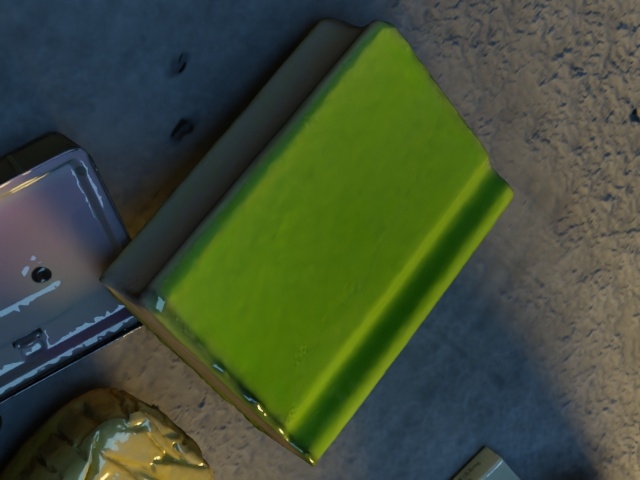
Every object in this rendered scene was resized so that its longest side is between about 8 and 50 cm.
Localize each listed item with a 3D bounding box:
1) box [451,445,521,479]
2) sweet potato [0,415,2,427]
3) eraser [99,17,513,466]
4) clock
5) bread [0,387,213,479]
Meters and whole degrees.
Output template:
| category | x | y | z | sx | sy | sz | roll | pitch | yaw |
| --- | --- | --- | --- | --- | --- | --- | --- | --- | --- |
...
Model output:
| category | x | y | z | sx | sy | sz | roll | pitch | yaw |
| --- | --- | --- | --- | --- | --- | --- | --- | --- | --- |
| box | 0.098 | 0.305 | 1.345 | 0.245 | 0.035 | 0.139 | -45 | 118 | -5 |
| sweet potato | -0.306 | 0.227 | 1.135 | 0.077 | 0.077 | 0.243 | 26 | 83 | -27 |
| eraser | 0.000 | 0.000 | 1.143 | 0.274 | 0.092 | 0.210 | -54 | 124 | -19 |
| clock | -0.228 | 0.027 | 1.103 | 0.192 | 0.071 | 0.147 | -29 | 115 | -13 |
| bread | -0.182 | 0.221 | 1.161 | 0.140 | 0.106 | 0.236 | 35 | 90 | -28 |
